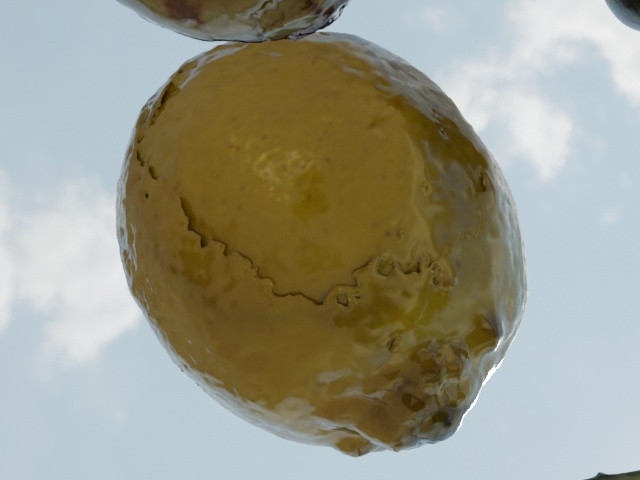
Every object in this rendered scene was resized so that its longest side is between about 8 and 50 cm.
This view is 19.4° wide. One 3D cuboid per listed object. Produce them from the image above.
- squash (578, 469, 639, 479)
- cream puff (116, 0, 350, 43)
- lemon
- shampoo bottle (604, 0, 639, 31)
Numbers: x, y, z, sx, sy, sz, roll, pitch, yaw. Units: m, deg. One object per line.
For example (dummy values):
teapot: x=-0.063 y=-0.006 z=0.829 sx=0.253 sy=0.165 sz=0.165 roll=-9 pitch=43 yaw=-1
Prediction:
squash: x=0.169 y=0.173 z=0.739 sx=0.169 sy=0.252 sz=0.093 roll=-116 pitch=-153 yaw=-48
cream puff: x=-0.035 y=-0.141 z=0.655 sx=0.149 sy=0.149 sz=0.084 roll=-20 pitch=-157 yaw=40
lemon: x=0.000 y=0.000 z=0.969 sx=0.204 sy=0.204 sz=0.260 roll=-49 pitch=-125 yaw=24
shampoo bottle: x=0.174 y=-0.185 z=0.963 sx=0.101 sy=0.101 sz=0.283 roll=-16 pitch=-76 yaw=41
